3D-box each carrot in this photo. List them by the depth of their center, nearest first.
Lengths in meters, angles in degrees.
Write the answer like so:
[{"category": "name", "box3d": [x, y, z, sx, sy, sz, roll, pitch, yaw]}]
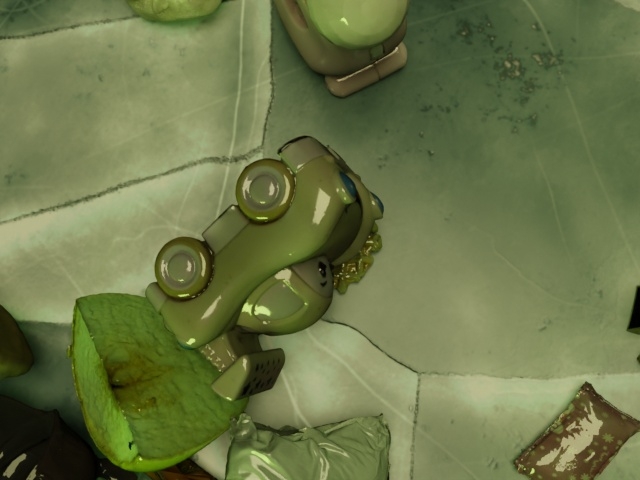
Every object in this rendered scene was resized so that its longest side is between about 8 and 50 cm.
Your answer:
[{"category": "carrot", "box3d": [-0.200, 0.372, 1.104, 0.229, 0.069, 0.069, 35, 82, 8]}]

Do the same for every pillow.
[{"category": "pillow", "box3d": [-0.015, 0.402, 1.037, 0.283, 0.138, 0.310, 9, 82, -23]}, {"category": "pillow", "box3d": [0.397, 0.315, 1.103, 0.118, 0.043, 0.185, 41, 83, 6]}]

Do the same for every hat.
[{"category": "hat", "box3d": [-0.430, 0.379, 1.075, 0.336, 0.209, 0.238, 14, 62, 43]}]

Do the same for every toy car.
[{"category": "toy car", "box3d": [-0.055, 0.041, 1.038, 0.336, 0.242, 0.226, -41, 75, 9]}]

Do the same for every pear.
[{"category": "pear", "box3d": [-0.236, 0.217, 1.096, 0.239, 0.139, 0.288, -9, 52, -36]}]

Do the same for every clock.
[{"category": "clock", "box3d": [0.016, -0.415, 1.109, 0.184, 0.326, 0.342, -31, 80, -3]}]

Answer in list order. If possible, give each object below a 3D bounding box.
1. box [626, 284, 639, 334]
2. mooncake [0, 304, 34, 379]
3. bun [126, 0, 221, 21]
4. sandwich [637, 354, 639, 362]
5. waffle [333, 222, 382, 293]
[{"category": "box", "box3d": [0.516, 0.107, 1.118, 0.035, 0.083, 0.079, 17, 79, 5]}, {"category": "mooncake", "box3d": [-0.652, 0.229, 1.023, 0.393, 0.246, 0.394, -3, 66, 17]}, {"category": "bun", "box3d": [-0.254, -0.480, 1.199, 0.231, 0.133, 0.231, 2, 99, 9]}, {"category": "sandwich", "box3d": [0.559, 0.191, 1.124, 0.105, 0.036, 0.093, -19, 79, -3]}, {"category": "waffle", "box3d": [0.000, 0.000, 1.177, 0.183, 0.036, 0.169, 43, 85, 9]}]
